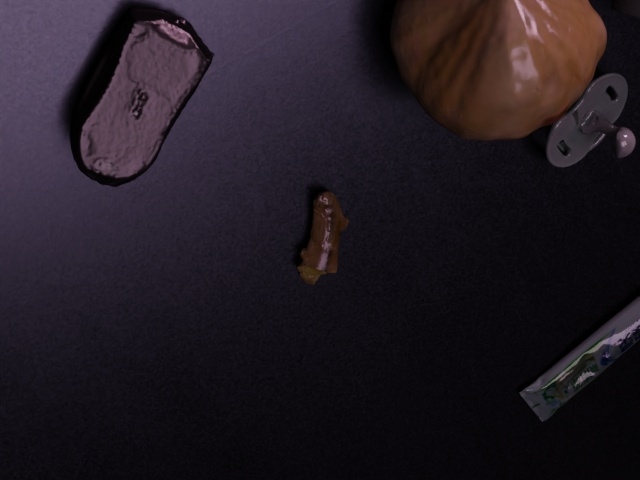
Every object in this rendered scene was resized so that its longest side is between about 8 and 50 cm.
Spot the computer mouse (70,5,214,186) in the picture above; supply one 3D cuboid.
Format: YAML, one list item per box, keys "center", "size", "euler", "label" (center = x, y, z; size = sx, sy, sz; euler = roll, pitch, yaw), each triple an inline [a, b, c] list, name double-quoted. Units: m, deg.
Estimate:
- center: [-0.217, -0.168, 1.371]
  size: [0.122, 0.073, 0.217]
  euler: [29, 93, -30]
  label: "computer mouse"

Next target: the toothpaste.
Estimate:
- center: [0.431, 0.159, 1.760]
  size: [0.297, 0.048, 0.075]
  euler: [-41, 119, 3]
  label: "toothpaste"

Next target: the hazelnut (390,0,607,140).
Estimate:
- center: [0.212, -0.243, 1.397]
  size: [0.261, 0.261, 0.241]
  euler: [-14, 151, -15]
  label: "hazelnut"

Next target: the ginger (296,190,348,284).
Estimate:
- center: [0.005, 0.000, 1.540]
  size: [0.057, 0.044, 0.137]
  euler: [11, 106, -5]
  label: "ginger"

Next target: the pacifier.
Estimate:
- center: [0.378, -0.147, 1.577]
  size: [0.150, 0.116, 0.127]
  euler: [-46, 144, -2]
  label: "pacifier"

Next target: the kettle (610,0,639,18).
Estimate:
- center: [0.497, -0.389, 1.470]
  size: [0.210, 0.160, 0.243]
  euler: [0, 113, -35]
  label: "kettle"
